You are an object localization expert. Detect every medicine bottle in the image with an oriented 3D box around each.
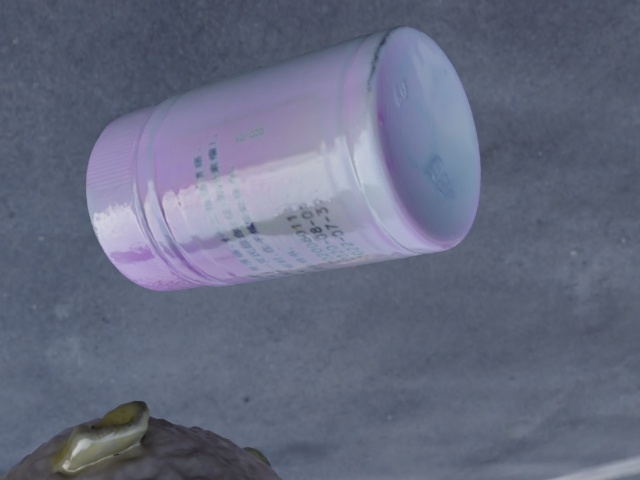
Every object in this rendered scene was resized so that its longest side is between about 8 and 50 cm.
[{"bbox_3d":[-0.030,-0.049,0.703,0.254,0.152,0.152,-9,156,35],"label":"medicine bottle"}]

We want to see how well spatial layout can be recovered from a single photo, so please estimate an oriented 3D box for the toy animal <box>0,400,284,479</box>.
[{"bbox_3d":[-0.100,0.218,0.545,0.226,0.358,0.188,-53,137,-8],"label":"toy animal"}]
